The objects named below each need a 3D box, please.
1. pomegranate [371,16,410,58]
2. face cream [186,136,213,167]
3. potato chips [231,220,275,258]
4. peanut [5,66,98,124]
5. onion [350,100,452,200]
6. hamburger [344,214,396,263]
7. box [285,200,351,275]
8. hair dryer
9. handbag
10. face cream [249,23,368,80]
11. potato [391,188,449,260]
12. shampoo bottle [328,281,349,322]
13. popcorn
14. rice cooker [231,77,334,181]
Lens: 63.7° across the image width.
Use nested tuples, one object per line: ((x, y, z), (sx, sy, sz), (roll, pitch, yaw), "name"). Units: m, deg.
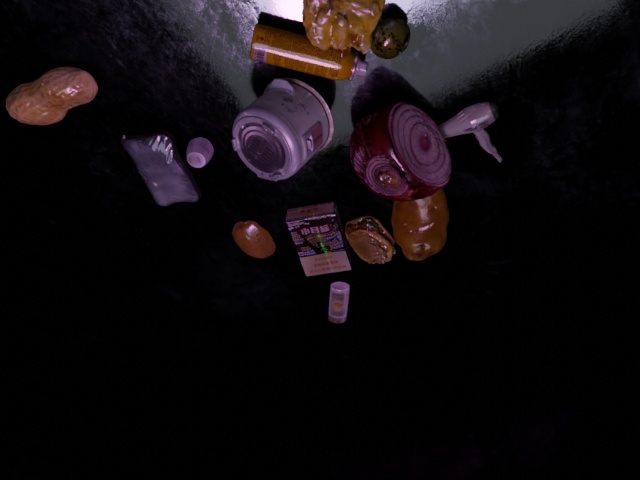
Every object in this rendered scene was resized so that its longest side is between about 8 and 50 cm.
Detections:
((0.188, -0.598, 1.484), (0.122, 0.122, 0.161), (-34, 88, 29), "pomegranate")
((-0.420, -0.304, 1.787), (0.091, 0.095, 0.091), (2, 132, 3), "face cream")
((-0.273, 0.003, 2.090), (0.150, 0.049, 0.202), (-19, 122, 13), "potato chips")
((-0.858, -0.462, 1.649), (0.313, 0.149, 0.149), (-22, 127, 16), "peanut")
((0.236, -0.263, 1.664), (0.336, 0.282, 0.260), (39, 142, -24), "onion")
((0.197, -0.009, 1.995), (0.206, 0.130, 0.183), (52, 145, -14), "hamburger")
((0.000, 0.000, 2.045), (0.198, 0.084, 0.310), (-9, 131, 12), "box")
((0.484, -0.337, 1.728), (0.229, 0.092, 0.267), (-6, 142, 19), "hair dryer")
((-0.571, -0.257, 1.861), (0.191, 0.075, 0.332), (-6, 135, 13), "handbag")
((-0.029, -0.551, 1.534), (0.348, 0.105, 0.105), (11, 132, -6), "face cream")
((0.367, -0.096, 1.901), (0.195, 0.176, 0.369), (26, 136, 39), "potato")
((0.081, 0.281, 2.312), (0.086, 0.056, 0.227), (5, 132, 1), "shampoo bottle")
((0.058, -0.633, 1.408), (0.233, 0.192, 0.266), (-25, 126, 1), "popcorn")
((-0.110, -0.347, 1.604), (0.264, 0.317, 0.317), (14, 138, 27), "rice cooker")
